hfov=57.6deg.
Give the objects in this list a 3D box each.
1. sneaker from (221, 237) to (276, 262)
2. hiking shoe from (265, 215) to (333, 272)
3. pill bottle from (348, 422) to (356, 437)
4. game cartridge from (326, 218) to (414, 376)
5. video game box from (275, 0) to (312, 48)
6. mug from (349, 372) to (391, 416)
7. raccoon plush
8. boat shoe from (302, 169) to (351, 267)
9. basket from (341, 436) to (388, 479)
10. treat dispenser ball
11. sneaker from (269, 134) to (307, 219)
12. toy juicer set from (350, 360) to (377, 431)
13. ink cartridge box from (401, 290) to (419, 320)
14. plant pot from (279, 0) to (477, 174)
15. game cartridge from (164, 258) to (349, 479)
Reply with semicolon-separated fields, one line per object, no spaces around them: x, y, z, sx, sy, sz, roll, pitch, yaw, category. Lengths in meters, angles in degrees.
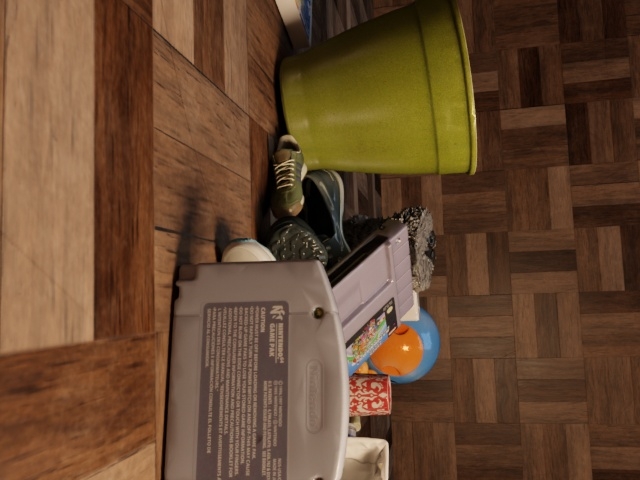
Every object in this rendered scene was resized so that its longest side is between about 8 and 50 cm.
-0.094;0.111;0.794;0.092;0.087;0.229;-40;124;-73;sneaker
-0.045;0.027;1.082;0.304;0.113;0.132;68;0;-60;hiking shoe
0.056;0.528;1.475;0.067;0.067;0.120;73;18;-51;pill bottle
0.049;0.146;1.077;0.355;0.068;0.230;-39;132;-29;game cartridge
-0.059;-0.549;1.240;0.205;0.048;0.187;59;28;-67;video game box
0.082;0.358;1.391;0.150;0.169;0.113;-53;138;-72;mug
0.100;0.002;1.435;0.446;0.299;0.216;23;72;-63;raccoon plush
0.000;0.000;1.286;0.099;0.116;0.320;-7;93;-59;boat shoe
0.069;0.512;1.303;0.103;0.167;0.113;80;12;-51;basket
0.275;0.355;2.048;0.288;0.288;0.288;-3;90;-79;treat dispenser ball
-0.066;-0.124;1.064;0.192;0.064;0.086;-82;160;-53;sneaker
0.129;0.434;1.711;0.209;0.089;0.329;-89;177;-57;toy juicer set
0.157;0.173;1.637;0.172;0.237;0.100;7;80;-79;ink cartridge box
0.111;-0.289;1.200;0.366;0.352;0.367;-8;90;-80;plant pot
-0.067;0.168;0.636;0.060;0.196;0.294;47;42;-71;game cartridge
